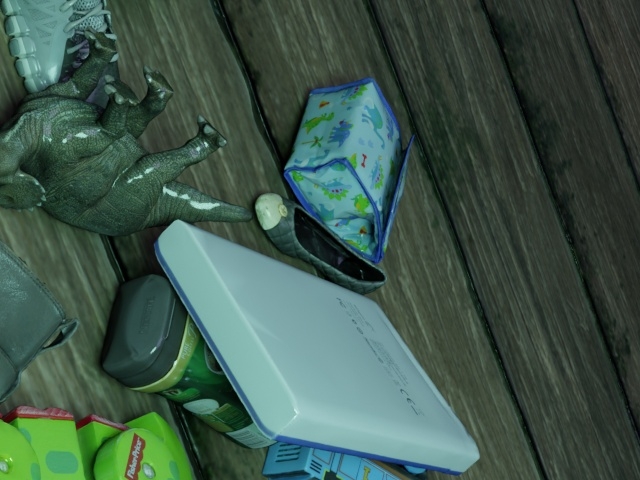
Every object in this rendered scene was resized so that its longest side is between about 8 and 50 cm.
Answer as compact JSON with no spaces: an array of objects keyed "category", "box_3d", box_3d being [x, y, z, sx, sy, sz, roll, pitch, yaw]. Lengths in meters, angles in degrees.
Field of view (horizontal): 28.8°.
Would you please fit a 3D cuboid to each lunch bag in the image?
[{"category":"lunch bag","box_3d":[0.042,-0.070,1.295,0.151,0.096,0.128,58,38,-39]}]

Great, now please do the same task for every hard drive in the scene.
[{"category":"hard drive","box_3d":[0.006,0.103,1.103,0.319,0.040,0.210,24,26,-55]}]

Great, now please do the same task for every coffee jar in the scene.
[{"category":"coffee jar","box_3d":[-0.101,0.105,1.073,0.184,0.079,0.096,36,49,-37]}]

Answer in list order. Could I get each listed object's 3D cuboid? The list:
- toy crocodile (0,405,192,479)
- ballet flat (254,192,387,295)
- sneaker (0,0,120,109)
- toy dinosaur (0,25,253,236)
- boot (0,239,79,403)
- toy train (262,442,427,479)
[{"category":"toy crocodile","box_3d":[-0.215,0.163,0.892,0.341,0.115,0.105,15,51,-50]},{"category":"ballet flat","box_3d":[0.000,0.000,1.249,0.173,0.049,0.057,36,51,-36]},{"category":"sneaker","box_3d":[-0.198,-0.197,1.028,0.086,0.132,0.228,-34,103,-49]},{"category":"toy dinosaur","box_3d":[-0.182,-0.066,1.017,0.313,0.160,0.121,21,30,-56]},{"category":"boot","box_3d":[-0.280,0.058,0.715,0.263,0.091,0.229,44,53,-34]},{"category":"toy train","box_3d":[0.031,0.212,1.191,0.184,0.080,0.105,37,57,-32]}]
